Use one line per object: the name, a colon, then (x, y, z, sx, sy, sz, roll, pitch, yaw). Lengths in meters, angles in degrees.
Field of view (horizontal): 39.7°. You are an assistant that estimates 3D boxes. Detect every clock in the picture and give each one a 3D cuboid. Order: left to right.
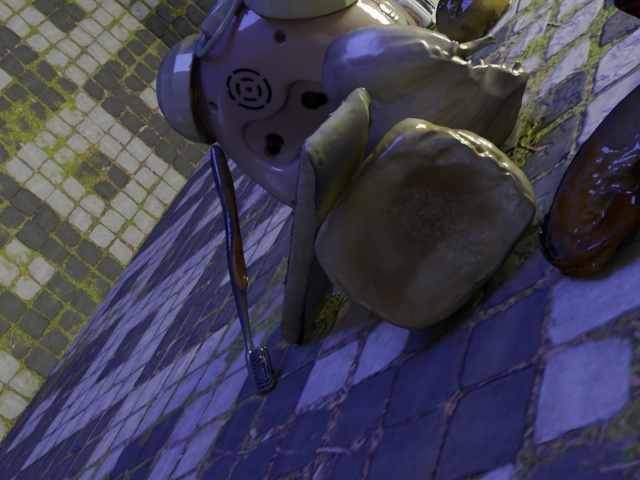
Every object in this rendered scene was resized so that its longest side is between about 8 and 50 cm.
clock: (-0.012, -0.189, 1.112, 0.342, 0.326, 0.184, -39, 19, 34)

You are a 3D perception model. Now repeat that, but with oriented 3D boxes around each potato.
potato: (0.203, -0.347, 1.352, 0.100, 0.089, 0.172, -56, 17, -16)

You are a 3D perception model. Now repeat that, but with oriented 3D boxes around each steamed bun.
steamed bun: (0.087, -0.023, 0.776, 0.172, 0.141, 0.155, -50, 4, 11)

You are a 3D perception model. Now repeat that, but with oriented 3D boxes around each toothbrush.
toothbrush: (-0.098, 0.026, 1.043, 0.031, 0.023, 0.321, -31, 62, 32)

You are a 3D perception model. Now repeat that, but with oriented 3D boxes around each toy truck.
toy truck: (0.134, -0.400, 1.690, 0.227, 0.098, 0.114, -36, 23, 49)

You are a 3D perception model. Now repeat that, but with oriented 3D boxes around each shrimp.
shrimp: (0.242, -0.073, 0.590, 0.262, 0.066, 0.117, -56, 22, 37)

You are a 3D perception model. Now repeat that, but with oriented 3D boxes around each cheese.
cheese: (-0.001, -0.002, 0.853, 0.085, 0.034, 0.400, -55, -11, -24)

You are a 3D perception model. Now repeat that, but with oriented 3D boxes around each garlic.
garlic: (0.100, -0.120, 0.880, 0.178, 0.229, 0.142, 0, 72, 45)

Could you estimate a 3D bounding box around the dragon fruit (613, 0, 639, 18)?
dragon fruit: (0.332, -0.247, 0.656, 0.268, 0.130, 0.295, -43, 14, 5)
